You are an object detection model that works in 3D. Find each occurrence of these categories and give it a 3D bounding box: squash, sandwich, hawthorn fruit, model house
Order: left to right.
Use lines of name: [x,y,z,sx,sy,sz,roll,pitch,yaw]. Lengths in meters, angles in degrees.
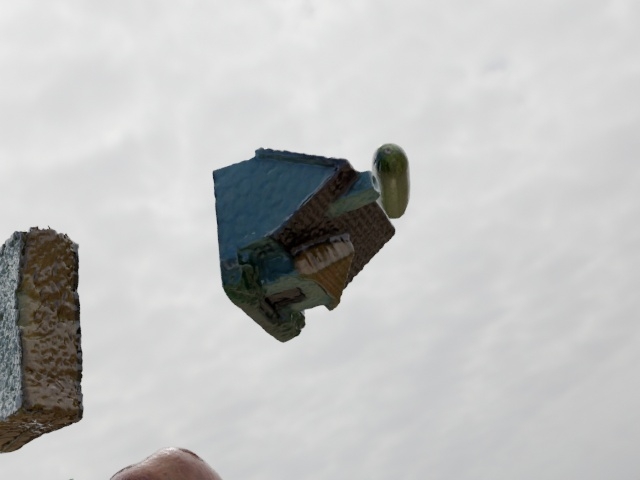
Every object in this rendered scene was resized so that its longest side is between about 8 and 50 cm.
sandwich: [-0.424,0.146,1.567,0.095,0.273,0.249,13,-31,-37]
hawthorn fruit: [-0.146,0.270,1.075,0.125,0.140,0.125,-13,-30,-8]
model house: [0.000,0.000,1.766,0.248,0.230,0.280,-15,-28,16]
squash: [0.123,-0.100,1.969,0.069,0.069,0.239,-22,-23,-6]

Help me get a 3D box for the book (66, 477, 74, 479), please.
book: [-0.480,0.520,2.086,0.103,0.135,0.017,-23,-6,14]
